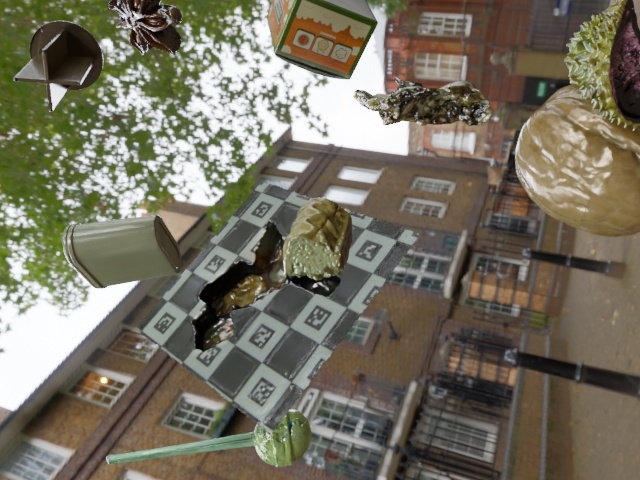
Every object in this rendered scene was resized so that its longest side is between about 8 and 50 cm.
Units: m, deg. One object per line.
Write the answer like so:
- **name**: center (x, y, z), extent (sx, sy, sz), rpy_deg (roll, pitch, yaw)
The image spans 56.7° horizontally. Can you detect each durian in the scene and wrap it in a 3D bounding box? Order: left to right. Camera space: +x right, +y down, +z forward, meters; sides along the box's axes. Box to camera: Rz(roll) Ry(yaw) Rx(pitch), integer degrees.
- **durian**: center (0.398, -0.235, 0.851), extent (0.119, 0.108, 0.187), rpy_deg (-45, -62, -15)

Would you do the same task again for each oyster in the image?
- **oyster**: center (0.174, -0.252, 1.085), extent (0.223, 0.214, 0.083), rpy_deg (-142, 52, -68)

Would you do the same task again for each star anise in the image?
- **star anise**: center (-0.441, -0.579, 1.538), extent (0.214, 0.220, 0.099), rpy_deg (43, -122, -42)

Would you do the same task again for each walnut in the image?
- **walnut**: center (0.520, -0.148, 1.073), extent (0.277, 0.313, 0.252), rpy_deg (-31, -31, -36)

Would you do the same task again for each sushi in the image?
- **sushi**: center (-0.070, 0.086, 0.926), extent (0.343, 0.359, 0.064), rpy_deg (-52, -45, -18)

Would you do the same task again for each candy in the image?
- **candy**: center (-0.181, 0.335, 0.972), extent (0.092, 0.335, 0.093), rpy_deg (103, 161, -81)

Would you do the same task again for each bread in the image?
- **bread**: center (0.000, 0.000, 0.564), extent (0.066, 0.060, 0.110), rpy_deg (54, -159, -16)

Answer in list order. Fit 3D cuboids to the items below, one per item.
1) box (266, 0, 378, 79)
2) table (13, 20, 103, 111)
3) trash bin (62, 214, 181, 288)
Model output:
- **box**: center (-0.005, -0.463, 1.253), extent (0.195, 0.177, 0.148), rpy_deg (-103, 33, -46)
- **table**: center (-0.598, -0.393, 1.352), extent (0.227, 0.167, 0.167), rpy_deg (-109, 15, -58)
- **trash bin**: center (-0.532, 0.032, 1.624), extent (0.243, 0.247, 0.121), rpy_deg (80, -178, -59)
